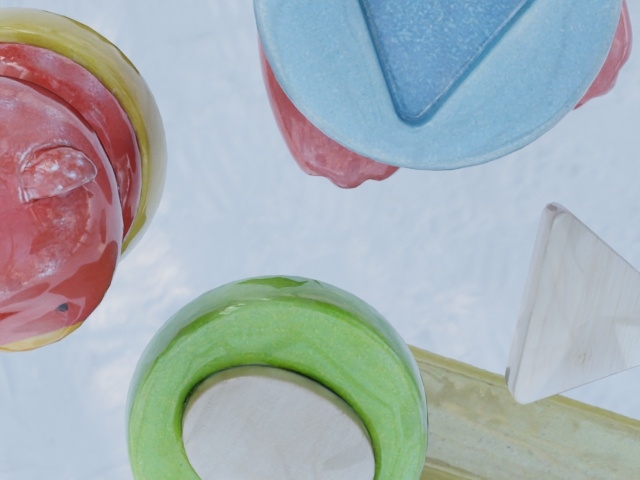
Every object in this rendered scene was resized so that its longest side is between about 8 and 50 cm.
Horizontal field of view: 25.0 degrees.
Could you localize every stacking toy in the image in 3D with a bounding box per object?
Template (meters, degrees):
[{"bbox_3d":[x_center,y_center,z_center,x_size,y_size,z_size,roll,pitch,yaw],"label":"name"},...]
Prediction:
[{"bbox_3d":[0.000,0.000,0.544,0.309,0.130,0.280,-29,103,4],"label":"stacking toy"}]

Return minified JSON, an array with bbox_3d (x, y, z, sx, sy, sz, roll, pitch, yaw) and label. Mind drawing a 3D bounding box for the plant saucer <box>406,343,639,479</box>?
[{"bbox_3d":[0.159,0.249,0.862,0.332,0.081,0.333,19,42,-10],"label":"plant saucer"}]
